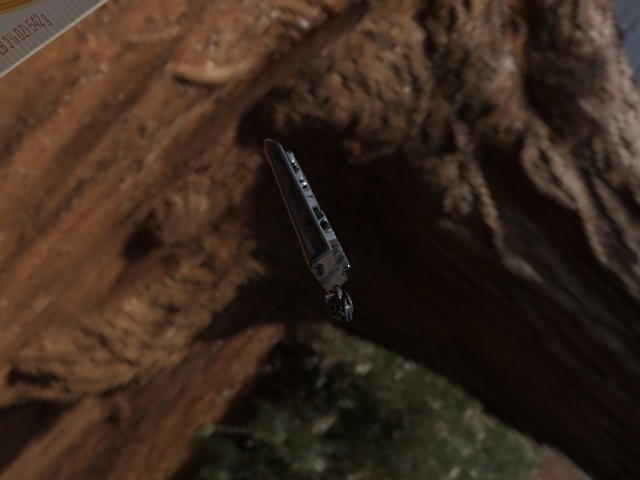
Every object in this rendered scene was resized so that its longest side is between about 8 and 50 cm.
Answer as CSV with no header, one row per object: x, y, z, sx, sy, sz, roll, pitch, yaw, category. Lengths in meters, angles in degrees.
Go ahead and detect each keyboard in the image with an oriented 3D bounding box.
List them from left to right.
0.000,0.000,0.943,0.023,0.108,0.180,-21,173,2,keyboard

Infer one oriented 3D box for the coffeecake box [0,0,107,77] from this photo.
-0.115,-0.154,0.459,0.142,0.185,0.068,-30,-157,27,coffeecake box
